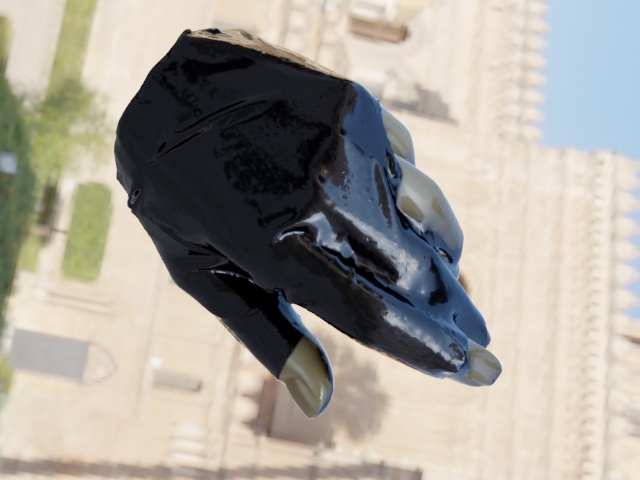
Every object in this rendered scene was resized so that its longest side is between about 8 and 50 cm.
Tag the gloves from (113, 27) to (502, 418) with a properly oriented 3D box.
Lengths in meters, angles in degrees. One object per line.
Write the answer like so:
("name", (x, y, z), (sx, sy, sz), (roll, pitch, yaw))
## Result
("gloves", (-0.004, -0.003, 0.959), (0.197, 0.301, 0.152), (-54, -172, 3))
